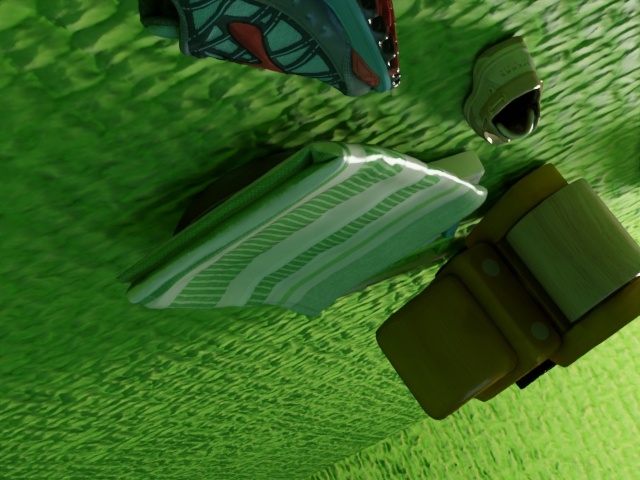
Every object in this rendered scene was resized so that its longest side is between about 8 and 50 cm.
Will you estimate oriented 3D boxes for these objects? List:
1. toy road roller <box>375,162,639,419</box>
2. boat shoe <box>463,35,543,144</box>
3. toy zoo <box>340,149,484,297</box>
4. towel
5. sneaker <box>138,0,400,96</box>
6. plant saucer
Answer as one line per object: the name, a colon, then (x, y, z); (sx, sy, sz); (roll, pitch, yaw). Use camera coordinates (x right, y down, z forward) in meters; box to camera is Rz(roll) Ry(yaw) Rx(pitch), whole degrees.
toy road roller: (0.218, 0.087, 1.215); (0.241, 0.202, 0.329); (-29, 165, -30)
boat shoe: (0.168, -0.117, 0.899); (0.063, 0.059, 0.170); (-25, 161, 2)
toy zoo: (0.072, -0.013, 1.102); (0.192, 0.030, 0.293); (-21, 161, -10)
towel: (0.000, 0.000, 0.929); (0.248, 0.038, 0.325); (-34, 159, 22)
sneaker: (-0.037, -0.149, 0.552); (0.125, 0.104, 0.262); (-12, 161, 19)
plant saucer: (-0.050, -0.029, 0.903); (0.199, 0.036, 0.198); (-22, 160, -8)
